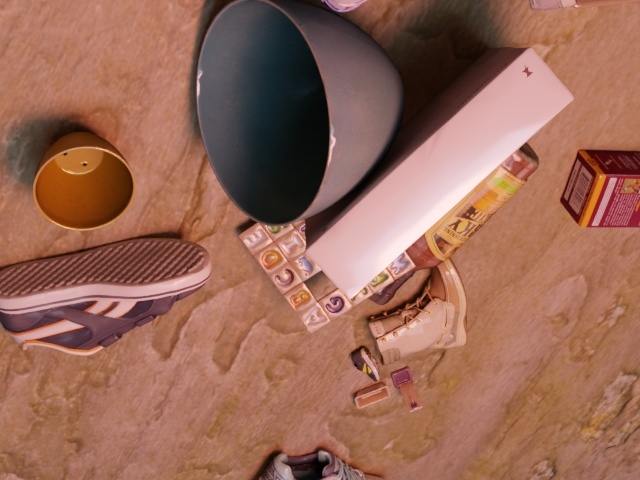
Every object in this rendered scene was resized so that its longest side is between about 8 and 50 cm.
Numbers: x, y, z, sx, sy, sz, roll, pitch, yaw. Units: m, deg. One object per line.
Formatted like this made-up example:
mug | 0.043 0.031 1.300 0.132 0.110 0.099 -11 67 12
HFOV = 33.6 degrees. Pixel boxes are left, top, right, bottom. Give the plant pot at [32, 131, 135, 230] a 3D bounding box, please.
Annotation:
plant pot | -0.325 -0.095 1.442 0.134 0.095 0.134 -10 129 -12

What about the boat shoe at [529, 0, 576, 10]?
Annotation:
boat shoe | 0.280 -0.405 1.421 0.081 0.079 0.227 -12 127 22

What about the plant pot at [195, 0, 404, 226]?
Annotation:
plant pot | -0.004 -0.178 1.395 0.195 0.290 0.290 -14 133 -36

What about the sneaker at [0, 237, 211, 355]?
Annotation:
sneaker | -0.313 0.085 1.570 0.321 0.126 0.127 -8 125 0

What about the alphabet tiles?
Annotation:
alphabet tiles | 0.000 0.000 1.620 0.198 0.009 0.237 -33 105 9

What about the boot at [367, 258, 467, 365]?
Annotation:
boot | 0.160 0.120 1.792 0.165 0.077 0.213 -15 133 -5

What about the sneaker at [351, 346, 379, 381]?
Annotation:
sneaker | 0.080 0.220 1.875 0.035 0.031 0.083 -18 127 13

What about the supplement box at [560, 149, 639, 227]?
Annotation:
supplement box | 0.507 -0.084 1.748 0.188 0.081 0.104 0 126 -19

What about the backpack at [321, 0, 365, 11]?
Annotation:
backpack | 0.035 -0.427 1.249 0.276 0.213 0.263 -34 119 12

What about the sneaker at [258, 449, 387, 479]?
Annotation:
sneaker | 0.023 0.458 1.987 0.283 0.110 0.122 8 120 -25

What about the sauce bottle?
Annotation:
sauce bottle | 0.189 -0.036 1.659 0.111 0.111 0.344 26 118 -33

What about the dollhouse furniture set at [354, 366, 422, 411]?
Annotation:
dollhouse furniture set | 0.129 0.303 1.918 0.114 0.081 0.091 -20 130 -3

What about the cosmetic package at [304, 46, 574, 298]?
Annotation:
cosmetic package | 0.142 -0.104 1.444 0.377 0.284 0.097 -42 96 6

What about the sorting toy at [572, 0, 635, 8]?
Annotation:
sorting toy | 0.490 -0.455 1.487 0.307 0.041 0.229 -10 125 -12
